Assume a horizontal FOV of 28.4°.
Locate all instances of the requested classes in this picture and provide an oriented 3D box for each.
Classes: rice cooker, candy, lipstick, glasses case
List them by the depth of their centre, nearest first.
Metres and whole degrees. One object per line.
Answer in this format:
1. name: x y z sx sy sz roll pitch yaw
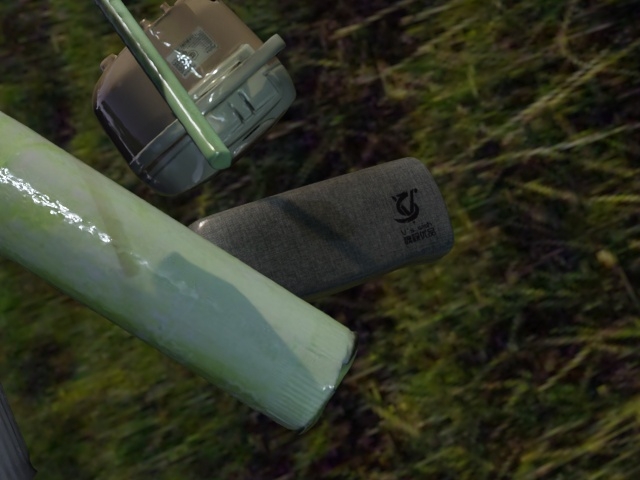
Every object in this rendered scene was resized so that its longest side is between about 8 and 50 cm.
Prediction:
1. candy: -0.104 -0.121 0.545 0.288 0.078 0.084 52 169 40
2. lipstick: -0.116 0.010 0.740 0.304 0.076 0.076 33 154 -11
3. rice cooker: -0.102 -0.112 0.986 0.127 0.145 0.206 47 165 -3
4. glasses case: 0.000 0.000 1.468 0.074 0.323 0.131 -33 76 63

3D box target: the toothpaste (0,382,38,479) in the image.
1. toothpaste: -0.166 -0.041 0.386 0.099 0.068 0.282 -24 92 36
